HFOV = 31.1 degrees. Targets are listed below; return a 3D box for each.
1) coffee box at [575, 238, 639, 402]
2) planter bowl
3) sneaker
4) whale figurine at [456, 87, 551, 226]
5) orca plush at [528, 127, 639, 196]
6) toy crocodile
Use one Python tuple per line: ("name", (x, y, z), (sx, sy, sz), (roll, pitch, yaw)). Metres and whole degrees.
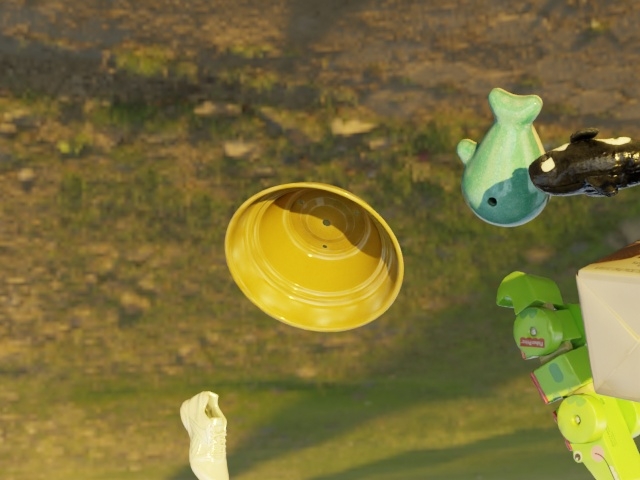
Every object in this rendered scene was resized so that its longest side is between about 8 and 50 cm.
("coffee box", (0.383, 0.038, 0.982), (0.297, 0.119, 0.168), (-21, -164, -36))
("planter bowl", (0.000, 0.000, 1.391), (0.217, 0.090, 0.217), (7, 126, 10))
("sneaker", (-0.165, 0.295, 1.703), (0.053, 0.152, 0.061), (7, 145, -45))
("whale figurine", (0.351, -0.147, 2.173), (0.216, 0.272, 0.141), (16, -142, 22))
("orca plush", (0.486, -0.096, 1.882), (0.287, 0.102, 0.151), (6, 139, 7))
("toy crocodile", (0.336, 0.189, 1.544), (0.115, 0.341, 0.105), (-3, 152, -43))
